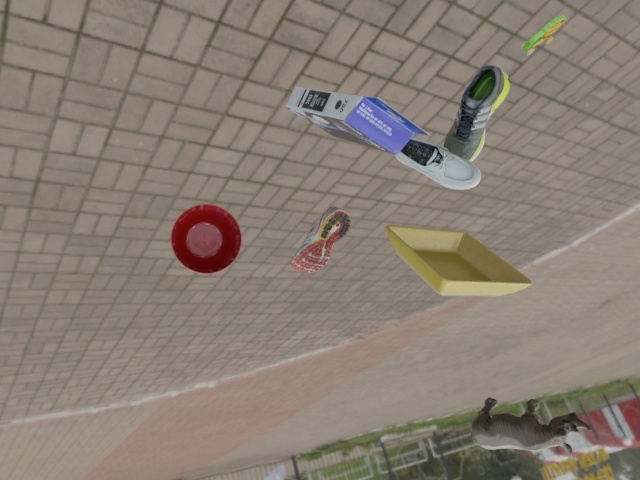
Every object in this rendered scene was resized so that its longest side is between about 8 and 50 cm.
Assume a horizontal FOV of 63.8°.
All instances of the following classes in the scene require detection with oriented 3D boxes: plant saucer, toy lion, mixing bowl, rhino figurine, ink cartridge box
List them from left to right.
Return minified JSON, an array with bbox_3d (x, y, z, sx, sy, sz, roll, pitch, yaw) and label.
[{"bbox_3d":[-0.307,-0.002,1.368,0.181,0.181,0.098,-7,180,-18],"label":"mixing bowl"},{"bbox_3d":[0.069,-0.265,1.133,0.165,0.333,0.065,25,93,-35],"label":"ink cartridge box"},{"bbox_3d":[0.392,0.070,1.529,0.333,0.333,0.081,4,115,-27],"label":"plant saucer"},{"bbox_3d":[0.416,0.379,1.038,0.243,0.073,0.106,-13,-160,39],"label":"rhino figurine"},{"bbox_3d":[0.565,-0.521,1.292,0.100,0.034,0.096,-31,171,-6],"label":"toy lion"}]

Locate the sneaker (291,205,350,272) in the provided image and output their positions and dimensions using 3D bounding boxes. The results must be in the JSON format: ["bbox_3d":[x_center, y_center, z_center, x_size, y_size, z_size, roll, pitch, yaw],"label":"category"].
[{"bbox_3d":[0.000,0.000,1.447,0.088,0.092,0.225,33,108,-26],"label":"sneaker"}]

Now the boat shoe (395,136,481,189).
[{"bbox_3d":[0.272,-0.189,1.232,0.079,0.227,0.081,-64,161,2],"label":"boat shoe"}]

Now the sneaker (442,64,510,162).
[{"bbox_3d":[0.407,-0.341,1.400,0.121,0.111,0.300,10,104,-60],"label":"sneaker"}]
